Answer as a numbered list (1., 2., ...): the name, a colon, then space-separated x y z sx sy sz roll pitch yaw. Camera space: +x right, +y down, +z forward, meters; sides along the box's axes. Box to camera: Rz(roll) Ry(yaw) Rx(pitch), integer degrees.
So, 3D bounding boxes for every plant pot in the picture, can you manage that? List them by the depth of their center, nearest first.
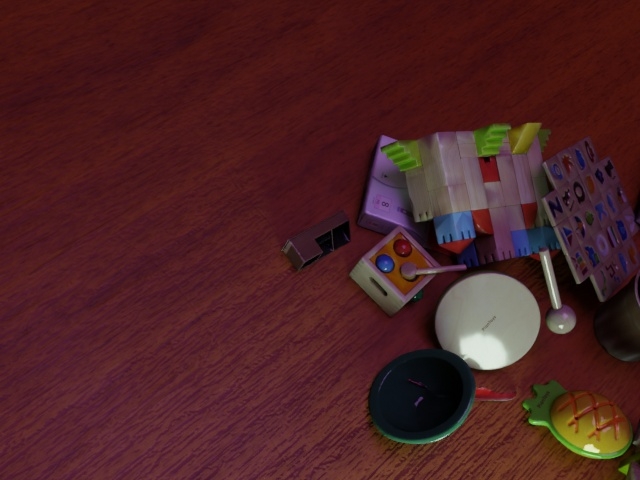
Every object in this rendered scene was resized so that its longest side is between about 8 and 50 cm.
1. plant pot: 0.608 0.142 1.458 0.167 0.165 0.167 8 61 -15

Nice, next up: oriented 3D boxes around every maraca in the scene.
1. maraca: 0.447 0.309 1.362 0.186 0.099 0.127 25 46 25

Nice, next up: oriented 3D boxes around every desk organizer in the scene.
1. desk organizer: 0.000 0.000 1.403 0.130 0.047 0.050 -29 78 -28

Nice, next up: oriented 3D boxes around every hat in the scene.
1. hat: 0.209 0.298 1.329 0.209 0.183 0.173 -9 49 24

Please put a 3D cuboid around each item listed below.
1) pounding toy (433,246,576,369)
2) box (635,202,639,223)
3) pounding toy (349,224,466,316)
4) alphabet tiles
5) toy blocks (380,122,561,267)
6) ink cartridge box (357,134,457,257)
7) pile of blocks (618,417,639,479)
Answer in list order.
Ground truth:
1. pounding toy: 0.315 0.116 1.401 0.237 0.110 0.183 -23 104 9
2. box: 0.845 -0.065 1.687 0.307 0.076 0.242 33 58 -5
3. pounding toy: 0.155 0.054 1.393 0.141 0.100 0.130 46 60 8
4. alphabet tiles: 0.536 -0.049 1.532 0.343 0.011 0.285 -26 93 -47
5. toy blocks: 0.306 -0.068 1.464 0.381 0.191 0.260 -7 85 -38
6. ink cartridge box: 0.199 -0.082 1.508 0.232 0.066 0.189 17 59 -5
7. pile of blocks: 0.564 0.464 1.308 0.149 0.112 0.362 14 54 -11
